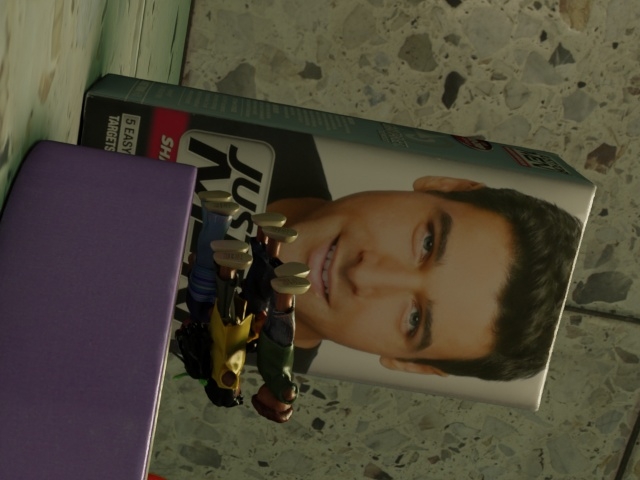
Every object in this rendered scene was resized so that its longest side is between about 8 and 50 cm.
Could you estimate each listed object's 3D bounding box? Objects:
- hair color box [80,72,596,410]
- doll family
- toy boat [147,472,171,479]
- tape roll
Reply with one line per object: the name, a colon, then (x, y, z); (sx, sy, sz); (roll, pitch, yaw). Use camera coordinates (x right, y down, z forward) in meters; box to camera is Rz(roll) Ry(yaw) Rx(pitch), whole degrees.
hair color box: (0.000, 0.000, 0.872); (0.113, 0.374, 0.185); (-103, -157, -74)
doll family: (-0.054, 0.046, 0.708); (0.193, 0.076, 0.111); (-104, -160, -67)
toy boat: (-0.236, 0.395, 1.203); (0.267, 0.148, 0.318); (114, -8, -85)
tape roll: (-0.134, 0.086, 0.631); (0.275, 0.090, 0.275); (-171, -90, -84)
